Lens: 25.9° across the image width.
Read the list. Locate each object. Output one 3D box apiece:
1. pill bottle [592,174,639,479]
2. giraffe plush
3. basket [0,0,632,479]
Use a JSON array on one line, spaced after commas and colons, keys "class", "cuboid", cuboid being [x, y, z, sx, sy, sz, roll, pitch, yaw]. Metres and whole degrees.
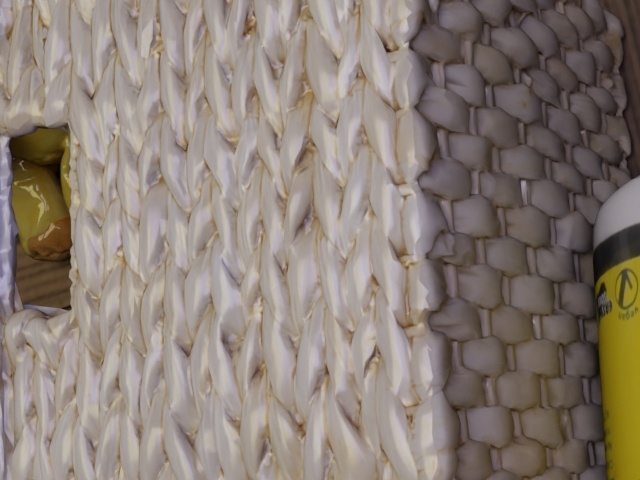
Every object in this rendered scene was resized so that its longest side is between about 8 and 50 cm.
[{"class": "pill bottle", "cuboid": [0.229, 0.135, 0.647, 0.187, 0.188, 0.334, -11, 72, 31]}, {"class": "giraffe plush", "cuboid": [-0.217, -0.096, 0.995, 0.181, 0.170, 0.210, -1, 82, 33]}, {"class": "basket", "cuboid": [0.000, 0.000, 0.749, 0.266, 0.331, 0.328, -8, 79, 30]}]
